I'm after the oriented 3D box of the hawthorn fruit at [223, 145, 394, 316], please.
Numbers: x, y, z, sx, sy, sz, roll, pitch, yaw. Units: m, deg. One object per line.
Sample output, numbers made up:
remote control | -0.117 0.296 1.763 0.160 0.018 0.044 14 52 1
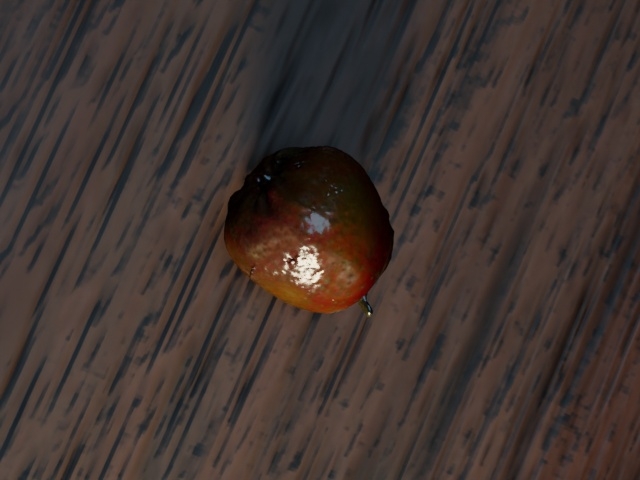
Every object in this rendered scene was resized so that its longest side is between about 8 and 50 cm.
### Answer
hawthorn fruit | -0.003 -0.005 0.596 0.077 0.077 0.077 -1 92 -20
